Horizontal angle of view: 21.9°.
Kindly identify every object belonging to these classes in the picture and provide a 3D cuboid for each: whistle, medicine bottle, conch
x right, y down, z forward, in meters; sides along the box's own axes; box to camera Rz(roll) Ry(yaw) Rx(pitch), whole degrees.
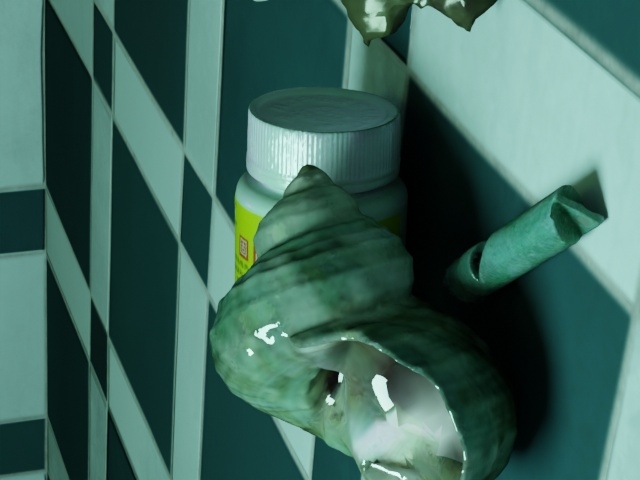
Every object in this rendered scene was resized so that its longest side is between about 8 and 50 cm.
[{"bbox_3d":[0.133,0.005,1.108,0.186,0.039,0.039,139,123,-67],"label":"whistle"},{"bbox_3d":[0.000,0.000,1.336,0.139,0.139,0.225,-133,41,-60],"label":"medicine bottle"},{"bbox_3d":[0.024,0.078,1.192,0.220,0.195,0.277,120,137,-69],"label":"conch"}]

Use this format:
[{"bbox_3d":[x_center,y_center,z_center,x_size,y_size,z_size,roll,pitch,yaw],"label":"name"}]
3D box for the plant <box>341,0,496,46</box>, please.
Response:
[{"bbox_3d":[0.034,-0.280,1.076,0.312,0.213,0.215,47,-159,-55],"label":"plant"}]
